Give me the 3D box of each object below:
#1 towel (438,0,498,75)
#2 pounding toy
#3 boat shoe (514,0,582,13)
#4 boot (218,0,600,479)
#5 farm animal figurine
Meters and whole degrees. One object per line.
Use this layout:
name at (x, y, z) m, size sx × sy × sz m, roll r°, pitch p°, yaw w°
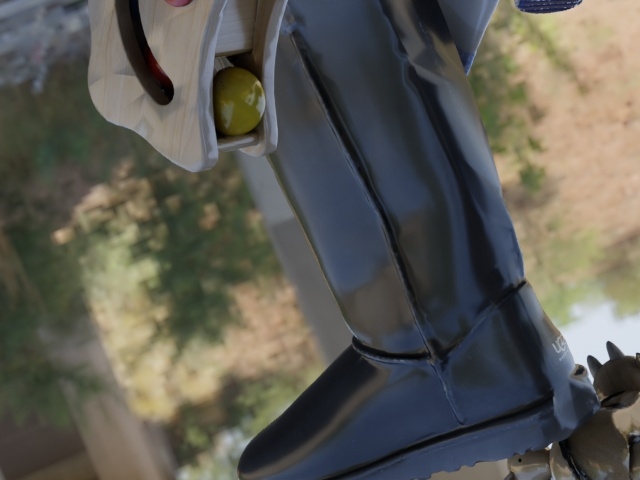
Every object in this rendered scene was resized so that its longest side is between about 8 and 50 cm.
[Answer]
towel at (0.066, -0.179, 1.613) m, size 0.034 × 0.209 × 0.285 m, roll -7°, pitch 131°, yaw -35°
pounding toy at (-0.043, -0.187, 1.101) m, size 0.154 × 0.269 × 0.155 m, roll 11°, pitch -163°, yaw 34°
boat shoe at (0.157, -0.207, 1.190) m, size 0.066 × 0.066 × 0.183 m, roll -5°, pitch 173°, yaw -4°
boot at (0.002, -0.001, 1.555) m, size 0.367 × 0.445 × 0.146 m, roll -21°, pitch -170°, yaw 26°
farm animal figurine at (0.282, 0.196, 1.653) m, size 0.330 × 0.172 × 0.327 m, roll -42°, pitch 170°, yaw 13°
